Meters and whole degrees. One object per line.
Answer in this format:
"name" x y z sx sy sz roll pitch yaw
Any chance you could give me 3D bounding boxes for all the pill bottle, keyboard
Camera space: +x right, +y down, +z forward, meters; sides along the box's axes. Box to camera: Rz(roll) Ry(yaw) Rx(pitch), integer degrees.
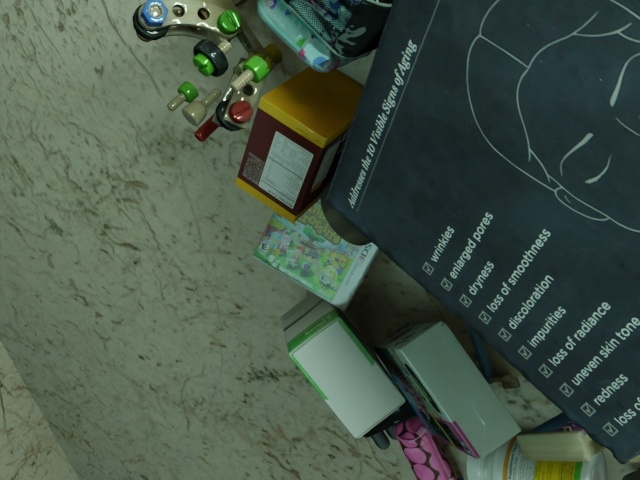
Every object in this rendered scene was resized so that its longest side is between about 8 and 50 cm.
"pill bottle" 0.424 0.462 1.382 0.246 0.136 0.136 -1 120 36
"keyboard" 0.146 0.362 1.536 0.180 0.023 0.108 -29 110 15

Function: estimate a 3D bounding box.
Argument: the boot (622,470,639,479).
"boot" 0.625 0.369 1.231 0.246 0.083 0.161 -29 88 46

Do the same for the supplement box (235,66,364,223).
"supplement box" -0.024 -0.172 1.206 0.129 0.191 0.194 34 134 10

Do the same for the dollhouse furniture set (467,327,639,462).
"dollhouse furniture set" 0.438 0.187 1.168 0.286 0.198 0.303 -26 82 56

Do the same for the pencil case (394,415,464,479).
"pencil case" 0.243 0.489 1.564 0.209 0.095 0.098 61 168 -19

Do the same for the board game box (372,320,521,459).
"board game box" 0.216 0.264 1.283 0.224 0.097 0.303 56 173 4

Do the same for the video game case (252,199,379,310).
"video game case" 0.000 0.000 1.318 0.212 0.023 0.193 30 104 10

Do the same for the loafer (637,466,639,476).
"loafer" 0.659 0.294 1.071 0.134 0.130 0.366 33 133 -20

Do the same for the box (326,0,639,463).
"box" 0.309 -0.111 0.738 0.472 0.297 0.480 41 141 18

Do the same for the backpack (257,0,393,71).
"backpack" 0.014 -0.382 1.009 0.253 0.225 0.191 48 130 2

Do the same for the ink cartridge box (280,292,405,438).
"ink cartridge box" 0.033 0.229 1.387 0.211 0.121 0.289 52 180 -11

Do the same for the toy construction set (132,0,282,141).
"toy construction set" -0.151 -0.329 1.198 0.257 0.237 0.309 40 161 8

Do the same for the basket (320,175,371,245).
"basket" 0.119 -0.099 1.159 0.227 0.154 0.204 -35 78 38

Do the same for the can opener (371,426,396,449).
"can opener" 0.091 0.351 1.600 0.280 0.074 0.093 57 168 -10
